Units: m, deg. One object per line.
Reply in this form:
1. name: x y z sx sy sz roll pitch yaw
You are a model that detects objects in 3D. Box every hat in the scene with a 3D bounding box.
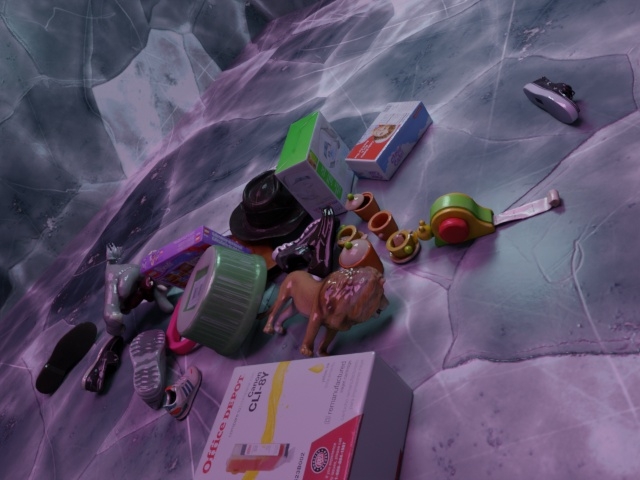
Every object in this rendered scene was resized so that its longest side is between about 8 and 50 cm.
1. hat: -0.173 -0.147 1.806 0.331 0.134 0.331 -13 37 10

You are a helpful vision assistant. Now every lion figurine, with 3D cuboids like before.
1. lion figurine: -0.019 0.146 1.344 0.392 0.142 0.240 16 83 46

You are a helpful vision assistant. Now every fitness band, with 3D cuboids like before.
1. fitness band: -0.402 0.236 1.763 0.209 0.054 0.291 -24 35 27

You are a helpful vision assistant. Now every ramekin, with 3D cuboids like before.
1. ramekin: -0.286 0.160 1.539 0.303 0.148 0.303 -47 30 38

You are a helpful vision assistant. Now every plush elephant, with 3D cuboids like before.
1. plush elephant: -0.621 0.167 1.921 0.272 0.255 0.330 125 140 -60

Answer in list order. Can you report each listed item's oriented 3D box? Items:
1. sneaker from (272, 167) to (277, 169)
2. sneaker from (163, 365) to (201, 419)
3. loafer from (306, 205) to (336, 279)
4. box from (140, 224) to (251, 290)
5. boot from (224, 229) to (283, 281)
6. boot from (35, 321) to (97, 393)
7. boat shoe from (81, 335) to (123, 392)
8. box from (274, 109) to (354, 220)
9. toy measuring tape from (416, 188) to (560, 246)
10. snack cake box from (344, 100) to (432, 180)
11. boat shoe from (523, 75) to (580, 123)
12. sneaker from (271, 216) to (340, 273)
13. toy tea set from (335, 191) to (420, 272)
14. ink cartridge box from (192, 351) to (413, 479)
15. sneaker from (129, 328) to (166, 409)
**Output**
1. sneaker: -0.156 -0.253 2.100 0.109 0.040 0.044 15 79 57
2. sneaker: -0.387 0.411 1.517 0.057 0.075 0.161 -20 39 31
3. loafer: 0.000 0.000 1.521 0.078 0.080 0.220 3 64 6
4. box: -0.390 0.065 1.706 0.293 0.201 0.057 -24 54 31
5. boot: -0.249 0.085 1.779 0.264 0.096 0.280 -30 41 5
6. boot: -0.992 0.439 2.115 0.305 0.112 0.115 -55 24 -16
7. boat shoe: -0.737 0.427 1.894 0.079 0.084 0.233 8 39 6
8. box: -0.009 -0.232 1.728 0.126 0.231 0.262 -21 38 31
9. toy measuring tape: 0.364 -0.072 1.250 0.330 0.121 0.121 -20 38 30
10. snack cake box: 0.216 -0.317 1.721 0.152 0.089 0.264 16 63 51
11. boat shoe: 0.602 -0.368 1.387 0.076 0.080 0.228 -36 25 12
12. sneaker: -0.030 0.021 1.603 0.234 0.078 0.106 -34 45 3
13. toy tea set: 0.113 -0.030 1.457 0.200 0.124 0.336 -39 32 5
14. ink cartridge box: -0.039 0.394 1.085 0.384 0.160 0.279 -15 41 36
15. sneaker: -0.519 0.386 1.653 0.105 0.115 0.281 -7 35 -7
